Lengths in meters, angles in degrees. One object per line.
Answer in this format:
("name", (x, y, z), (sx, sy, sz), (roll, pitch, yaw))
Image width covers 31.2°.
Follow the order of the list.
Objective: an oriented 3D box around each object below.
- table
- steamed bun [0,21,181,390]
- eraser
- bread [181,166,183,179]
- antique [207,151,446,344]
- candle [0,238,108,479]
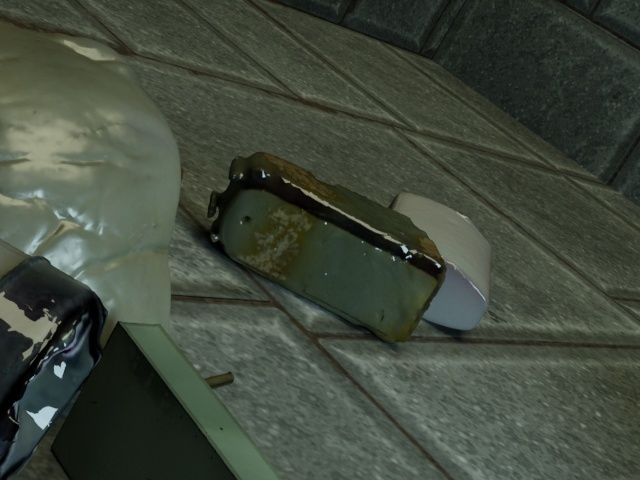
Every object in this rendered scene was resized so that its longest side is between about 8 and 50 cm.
("table", (-0.072, 0.179, 0.809), (0.111, 0.121, 0.240), (10, 27, -47))
("steamed bun", (-0.260, -0.058, 0.969), (0.247, 0.236, 0.383), (12, 24, -41))
("eraser", (0.161, 0.023, 1.640), (0.174, 0.095, 0.270), (30, 17, 0))
("bread", (-0.241, -0.115, 1.465), (0.157, 0.044, 0.052), (34, 24, 14))
("antique", (0.000, 0.000, 1.401), (0.284, 0.125, 0.150), (26, 17, -13))
("candle", (-0.307, 0.043, 0.718), (0.330, 0.187, 0.187), (29, 18, 1))
